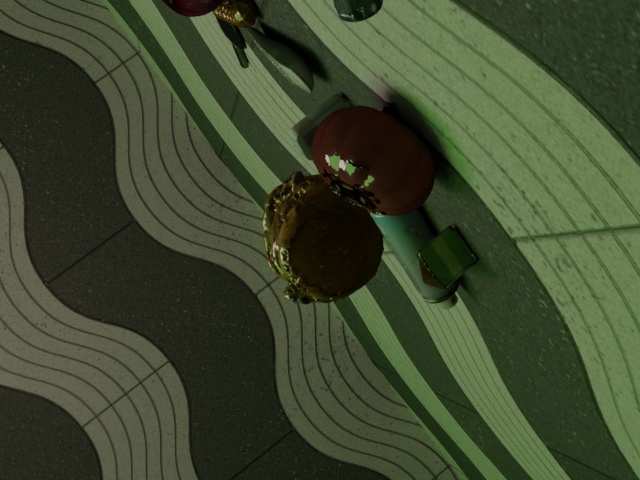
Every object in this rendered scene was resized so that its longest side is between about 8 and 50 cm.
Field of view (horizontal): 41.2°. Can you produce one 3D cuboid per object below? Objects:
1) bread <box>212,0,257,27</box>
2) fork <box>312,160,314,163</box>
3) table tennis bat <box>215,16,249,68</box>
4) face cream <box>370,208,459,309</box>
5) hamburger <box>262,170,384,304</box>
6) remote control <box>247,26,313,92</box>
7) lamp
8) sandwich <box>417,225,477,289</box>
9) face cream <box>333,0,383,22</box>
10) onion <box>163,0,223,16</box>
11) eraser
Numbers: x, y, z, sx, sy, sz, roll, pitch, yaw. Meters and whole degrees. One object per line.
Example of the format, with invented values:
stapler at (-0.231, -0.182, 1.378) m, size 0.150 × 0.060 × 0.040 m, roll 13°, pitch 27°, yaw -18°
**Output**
bread at (-0.155, -0.407, 1.502) m, size 0.157 × 0.044 × 0.052 m, roll 39°, pitch 158°, yaw 57°
fork at (0.022, -0.128, 1.785) m, size 0.235 × 0.021 × 0.039 m, roll 53°, pitch 168°, yaw 4°
table tennis bat at (-0.177, -0.409, 1.717) m, size 0.095 × 0.014 × 0.158 m, roll 45°, pitch 167°, yaw 36°
face cream at (0.167, 0.022, 1.432) m, size 0.229 × 0.075 × 0.075 m, roll 57°, pitch 171°, yaw -26°
hamburger at (0.002, 0.003, 1.654) m, size 0.245 × 0.261 × 0.211 m, roll 35°, pitch 173°, yaw -21°
remote control at (-0.063, -0.309, 1.428) m, size 0.073 × 0.044 × 0.229 m, roll 39°, pitch -171°, yaw -37°
lamp at (0.078, -0.116, 1.179) m, size 0.182 × 0.140 × 0.182 m, roll 33°, pitch 170°, yaw 6°
sandwich at (0.184, 0.024, 1.347) m, size 0.074 × 0.074 × 0.116 m, roll 52°, pitch 173°, yaw -8°
face cream at (-0.001, -0.345, 0.838) m, size 0.144 × 0.071 × 0.291 m, roll 47°, pitch 170°, yaw 39°
onion at (-0.228, -0.448, 1.388) m, size 0.177 × 0.153 × 0.177 m, roll 39°, pitch -166°, yaw -12°
eraser at (0.005, -0.181, 1.361) m, size 0.026 × 0.105 × 0.065 m, roll 44°, pitch 169°, yaw 45°
